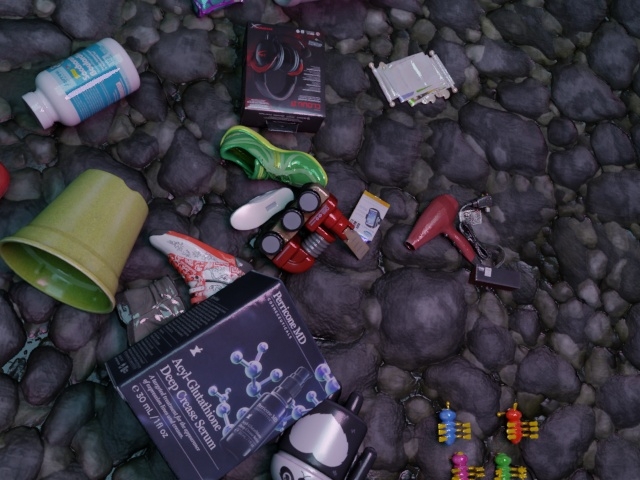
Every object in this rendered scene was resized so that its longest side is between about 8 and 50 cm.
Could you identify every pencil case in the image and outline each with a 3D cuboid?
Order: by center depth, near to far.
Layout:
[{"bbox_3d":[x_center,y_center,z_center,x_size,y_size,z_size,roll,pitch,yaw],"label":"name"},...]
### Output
[{"bbox_3d":[-0.284,-0.671,1.785,0.152,0.064,0.070,-28,66,-18],"label":"pencil case"}]

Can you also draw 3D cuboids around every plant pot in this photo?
[{"bbox_3d":[-0.530,-0.013,1.458,0.276,0.276,0.253,27,58,-5],"label":"plant pot"}]

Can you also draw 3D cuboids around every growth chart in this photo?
[{"bbox_3d":[0.276,-0.472,1.884,0.238,0.021,0.171,-18,80,-17],"label":"growth chart"}]

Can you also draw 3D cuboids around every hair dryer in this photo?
[{"bbox_3d":[0.367,-0.021,1.747,0.294,0.080,0.223,-5,76,-14],"label":"hair dryer"}]

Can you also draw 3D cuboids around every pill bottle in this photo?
[{"bbox_3d":[-0.593,-0.379,1.586,0.264,0.146,0.146,-38,86,-20],"label":"pill bottle"}]

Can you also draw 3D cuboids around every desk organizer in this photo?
[{"bbox_3d":[0.474,0.103,1.752,0.130,0.050,0.047,11,72,-10],"label":"desk organizer"}]

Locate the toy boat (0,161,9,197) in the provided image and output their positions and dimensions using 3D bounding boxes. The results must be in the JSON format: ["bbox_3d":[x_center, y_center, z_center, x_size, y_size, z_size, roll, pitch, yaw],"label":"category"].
[{"bbox_3d":[-0.827,-0.115,1.454,0.151,0.151,0.231,29,70,-3],"label":"toy boat"}]

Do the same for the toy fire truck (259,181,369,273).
[{"bbox_3d":[0.000,0.000,1.620,0.246,0.158,0.217,40,102,-8],"label":"toy fire truck"}]

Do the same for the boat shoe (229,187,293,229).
[{"bbox_3d":[-0.157,-0.085,1.651,0.184,0.063,0.066,-37,109,-21],"label":"boat shoe"}]

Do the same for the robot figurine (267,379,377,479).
[{"bbox_3d":[0.001,0.463,1.472,0.173,0.209,0.278,46,65,-36],"label":"robot figurine"}]

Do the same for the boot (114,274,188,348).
[{"bbox_3d":[-0.378,0.209,1.510,0.161,0.083,0.246,-16,80,-23],"label":"boot"}]

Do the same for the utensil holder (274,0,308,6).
[{"bbox_3d":[0.052,-0.839,1.779,0.386,0.327,0.327,-15,78,-19],"label":"utensil holder"}]

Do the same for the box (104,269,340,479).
[{"bbox_3d":[-0.212,0.297,1.406,0.396,0.212,0.293,-33,106,-19],"label":"box"}]

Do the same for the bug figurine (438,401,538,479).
[{"bbox_3d":[0.406,0.516,1.609,0.279,0.072,0.216,5,80,-17],"label":"bug figurine"}]

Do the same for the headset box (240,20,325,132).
[{"bbox_3d":[-0.101,-0.424,1.734,0.218,0.110,0.293,4,74,-13],"label":"headset box"}]

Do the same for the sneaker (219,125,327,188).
[{"bbox_3d":[-0.126,-0.187,1.654,0.296,0.109,0.123,24,48,3],"label":"sneaker"}]

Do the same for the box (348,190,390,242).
[{"bbox_3d":[0.122,-0.058,1.728,0.081,0.028,0.136,31,73,-3],"label":"box"}]

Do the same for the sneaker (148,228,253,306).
[{"bbox_3d":[-0.308,0.080,1.554,0.270,0.090,0.144,23,68,-9],"label":"sneaker"}]
